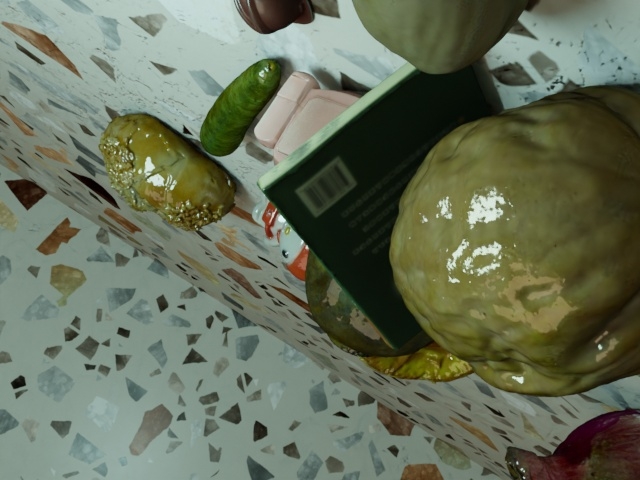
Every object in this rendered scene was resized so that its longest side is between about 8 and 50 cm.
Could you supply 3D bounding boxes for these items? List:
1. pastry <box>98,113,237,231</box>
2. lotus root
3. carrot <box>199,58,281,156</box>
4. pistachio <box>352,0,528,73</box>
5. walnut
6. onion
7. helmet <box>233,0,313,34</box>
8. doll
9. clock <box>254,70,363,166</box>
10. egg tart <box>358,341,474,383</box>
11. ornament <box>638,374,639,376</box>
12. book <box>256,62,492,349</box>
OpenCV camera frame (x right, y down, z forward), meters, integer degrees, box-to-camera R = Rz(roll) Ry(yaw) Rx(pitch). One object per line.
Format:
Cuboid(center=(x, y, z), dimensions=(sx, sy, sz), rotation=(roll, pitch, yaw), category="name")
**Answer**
Cuboid(center=(-0.330, -0.125, 1.605), dimensions=(0.311, 0.162, 0.255), rotation=(34, 161, -9), category="pastry")
Cuboid(center=(0.085, 0.083, 1.212), dimensions=(0.267, 0.149, 0.260), rotation=(27, 125, -4), category="lotus root")
Cuboid(center=(-0.126, -0.202, 1.180), dimensions=(0.074, 0.074, 0.358), rotation=(36, 161, -10), category="carrot")
Cuboid(center=(0.086, -0.236, 0.612), dimensions=(0.238, 0.153, 0.137), rotation=(51, -165, -41), category="pistachio")
Cuboid(center=(0.225, 0.007, 0.760), dimensions=(0.306, 0.306, 0.344), rotation=(37, 164, -13), category="walnut")
Cuboid(center=(0.499, 0.455, 1.376), dimensions=(0.385, 0.347, 0.348), rotation=(20, 164, -5), category="onion")
Cuboid(center=(-0.064, -0.273, 0.894), dimensions=(0.089, 0.057, 0.111), rotation=(11, 153, 45), category="helmet")
Cuboid(center=(0.000, 0.000, 1.365), dimensions=(0.290, 0.161, 0.130), rotation=(36, -165, 30), category="doll")
Cuboid(center=(0.056, -0.088, 1.030), dimensions=(0.227, 0.142, 0.241), rotation=(27, 172, 36), category="clock")
Cuboid(center=(0.199, 0.160, 1.434), dimensions=(0.295, 0.116, 0.295), rotation=(2, 138, 2), category="egg tart")
Cuboid(center=(0.455, 0.161, 1.183), dimensions=(0.180, 0.059, 0.201), rotation=(43, 163, -34), category="ornament")
Cuboid(center=(0.115, -0.036, 0.911), dimensions=(0.043, 0.260, 0.371), rotation=(52, 180, 43), category="book")
